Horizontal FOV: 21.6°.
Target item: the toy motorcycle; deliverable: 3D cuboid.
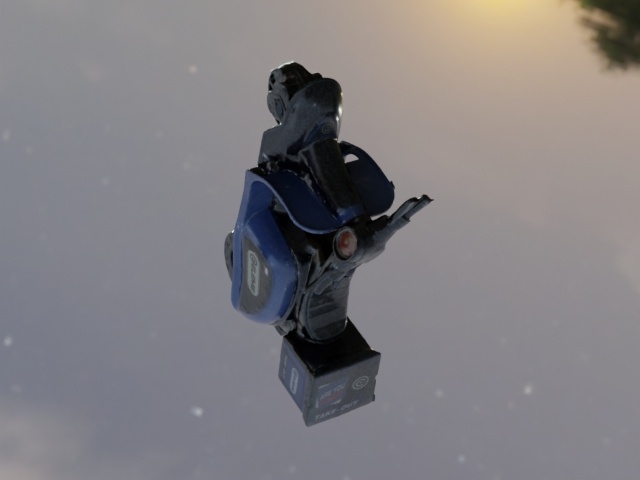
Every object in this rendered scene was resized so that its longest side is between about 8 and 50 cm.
[{"bbox_3d":[0.000,0.000,1.631,0.125,0.358,0.212,-20,-128,-24],"label":"toy motorcycle"}]
